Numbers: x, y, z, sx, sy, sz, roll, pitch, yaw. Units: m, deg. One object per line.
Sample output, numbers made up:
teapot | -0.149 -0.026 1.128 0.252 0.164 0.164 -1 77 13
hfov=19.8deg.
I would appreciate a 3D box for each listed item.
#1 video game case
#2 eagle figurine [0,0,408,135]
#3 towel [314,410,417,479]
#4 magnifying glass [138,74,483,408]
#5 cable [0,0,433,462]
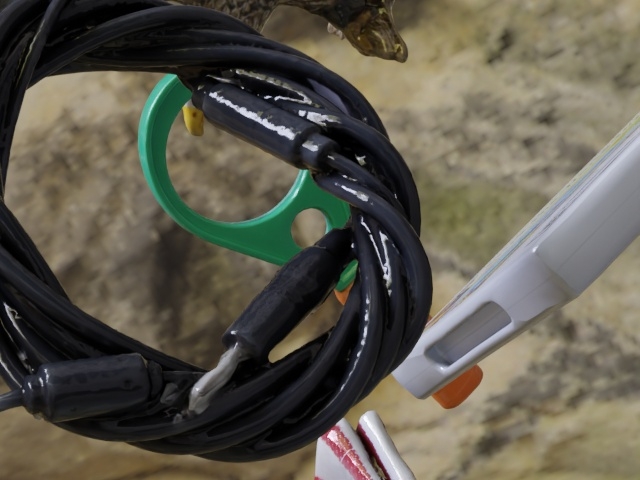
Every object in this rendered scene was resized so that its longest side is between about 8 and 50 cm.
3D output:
video game case | 0.132 -0.036 0.718 0.026 0.206 0.227 45 -108 2
eagle figurine | -0.089 -0.183 1.226 0.298 0.226 0.225 14 -122 -16
towel | 0.054 0.268 0.901 0.037 0.329 0.237 -18 -132 -17
magnifying glass | 0.000 0.000 0.930 0.092 0.026 0.231 -46 -73 -7
cable | -0.045 -0.019 0.552 0.150 0.047 0.184 -3 -131 -7
